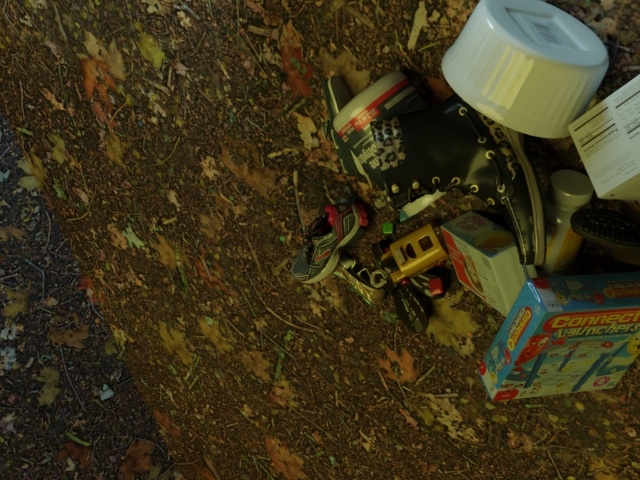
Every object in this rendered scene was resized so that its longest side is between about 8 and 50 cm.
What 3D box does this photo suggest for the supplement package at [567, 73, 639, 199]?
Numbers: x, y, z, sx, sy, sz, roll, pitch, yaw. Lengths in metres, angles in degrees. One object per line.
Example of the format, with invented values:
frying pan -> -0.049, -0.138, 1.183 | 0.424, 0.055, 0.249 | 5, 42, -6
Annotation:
supplement package -> 0.585, -0.188, 1.290 | 0.262, 0.204, 0.145 | -39, 60, 47

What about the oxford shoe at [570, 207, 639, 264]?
oxford shoe -> 0.580, 0.005, 1.532 | 0.227, 0.083, 0.096 | 18, 144, -3

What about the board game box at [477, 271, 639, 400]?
board game box -> 0.519, 0.198, 1.629 | 0.302, 0.308, 0.086 | 104, 157, -45

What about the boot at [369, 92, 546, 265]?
boot -> 0.268, -0.109, 1.542 | 0.284, 0.138, 0.377 | -14, 85, 5

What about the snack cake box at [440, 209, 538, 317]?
snack cake box -> 0.366, 0.048, 1.712 | 0.152, 0.089, 0.264 | 66, 173, -21

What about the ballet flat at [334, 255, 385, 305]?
ballet flat -> 0.094, 0.088, 2.134 | 0.206, 0.073, 0.067 | 39, 113, 10

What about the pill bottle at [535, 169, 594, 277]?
pill bottle -> 0.483, -0.035, 1.616 | 0.117, 0.117, 0.208 | 28, 136, 25

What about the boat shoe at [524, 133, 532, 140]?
boat shoe -> 0.406, -0.256, 1.581 | 0.049, 0.042, 0.133 | -127, 29, -48

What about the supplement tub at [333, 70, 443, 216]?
supplement tub -> 0.175, -0.208, 1.716 | 0.272, 0.191, 0.191 | 52, 141, -1

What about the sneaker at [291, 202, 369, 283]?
sneaker -> 0.000, 0.000, 2.061 | 0.299, 0.112, 0.121 | -53, 47, 38

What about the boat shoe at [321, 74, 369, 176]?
boat shoe -> 0.051, -0.265, 1.872 | 0.079, 0.095, 0.254 | -6, 125, 33

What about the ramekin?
ramekin -> 0.365, -0.317, 1.397 | 0.277, 0.277, 0.135 | 37, 132, 16

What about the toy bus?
toy bus -> 0.209, 0.036, 1.878 | 0.191, 0.104, 0.202 | 18, 94, 24

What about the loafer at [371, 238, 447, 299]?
loafer -> 0.228, 0.055, 1.971 | 0.220, 0.080, 0.078 | 33, 125, 14

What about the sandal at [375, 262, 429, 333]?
sandal -> 0.219, 0.135, 2.052 | 0.219, 0.060, 0.090 | 58, 136, 14
